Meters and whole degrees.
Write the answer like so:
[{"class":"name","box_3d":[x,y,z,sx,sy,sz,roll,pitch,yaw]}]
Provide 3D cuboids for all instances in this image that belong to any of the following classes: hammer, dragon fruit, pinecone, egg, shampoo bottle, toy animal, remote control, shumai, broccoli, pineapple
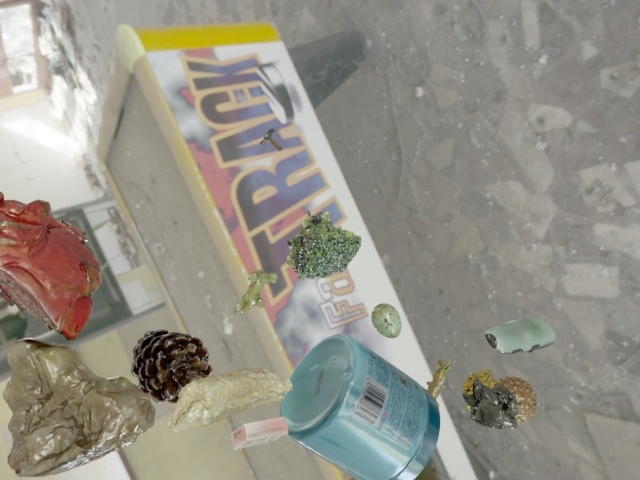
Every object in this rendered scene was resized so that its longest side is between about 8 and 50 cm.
[{"class":"hammer","box_3d":[-0.142,-0.303,1.636,0.017,0.062,0.182,33,-176,9]},{"class":"dragon fruit","box_3d":[-0.578,0.003,1.094,0.286,0.228,0.329,20,141,35]},{"class":"pinecone","box_3d":[-0.552,0.474,1.973,0.296,0.242,0.298,-17,118,45]},{"class":"egg","box_3d":[0.198,0.240,1.581,0.110,0.085,0.085,56,153,1]},{"class":"shampoo bottle","box_3d":[0.109,0.488,1.530,0.343,0.331,0.331,39,162,-22]},{"class":"toy animal","box_3d":[-0.254,0.197,1.999,0.218,0.103,0.101,-65,18,2]},{"class":"remote control","box_3d":[0.534,0.249,1.404,0.097,0.256,0.045,59,140,34]},{"class":"shumai","box_3d":[-0.546,0.346,1.162,0.283,0.346,0.217,64,-162,16]},{"class":"toy animal","box_3d":[0.463,0.552,2.076,0.073,0.136,0.181,23,115,12]},{"class":"broccoli","box_3d":[0.009,-0.007,2.307,0.281,0.348,0.293,49,145,40]},{"class":"pineapple","box_3d":[0.404,0.368,1.201,0.119,0.237,0.111,17,94,39]}]

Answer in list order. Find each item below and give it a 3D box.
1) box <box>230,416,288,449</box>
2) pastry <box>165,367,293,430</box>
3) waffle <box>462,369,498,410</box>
[{"class":"box","box_3d":[-0.158,0.500,1.383,0.089,0.125,0.043,-46,53,42]},{"class":"pastry","box_3d":[-0.183,0.305,1.044,0.121,0.258,0.089,-29,70,33]},{"class":"waffle","box_3d":[0.517,0.457,1.571,0.193,0.197,0.070,19,111,17]}]
